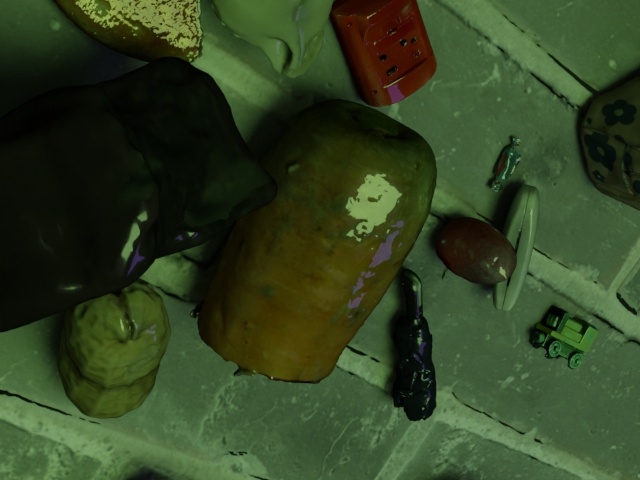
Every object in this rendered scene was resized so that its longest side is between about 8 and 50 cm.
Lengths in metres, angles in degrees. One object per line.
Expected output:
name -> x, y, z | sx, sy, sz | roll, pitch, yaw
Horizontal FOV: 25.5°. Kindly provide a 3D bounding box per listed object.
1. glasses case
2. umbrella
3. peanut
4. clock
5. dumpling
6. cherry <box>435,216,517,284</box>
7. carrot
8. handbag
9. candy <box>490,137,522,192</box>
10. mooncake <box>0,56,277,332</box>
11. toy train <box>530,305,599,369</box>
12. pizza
glasses case -> 0.285, 0.012, 2.067 | 0.049, 0.074, 0.193 | 11, 114, 6
umbrella -> 0.134, 0.157, 2.048 | 0.071, 0.071, 0.248 | -20, 126, -25
peanut -> -0.246, 0.124, 1.676 | 0.130, 0.130, 0.290 | -24, 164, -23
clock -> 0.087, -0.252, 1.787 | 0.113, 0.061, 0.155 | -36, 133, -14
dumpling -> -0.046, -0.313, 1.609 | 0.193, 0.147, 0.258 | -56, 136, -54
cherry -> 0.225, 0.017, 2.006 | 0.106, 0.126, 0.087 | 36, 71, -56
carrot -> 0.000, 0.000, 1.764 | 0.224, 0.224, 0.340 | 10, 112, -39
handbag -> 0.535, -0.149, 2.072 | 0.251, 0.193, 0.190 | -30, 125, -19
candy -> 0.268, -0.107, 2.023 | 0.030, 0.020, 0.083 | 17, 103, -40
mooncake -> -0.257, -0.047, 1.465 | 0.350, 0.381, 0.212 | -27, 94, 15
toy train -> 0.386, 0.155, 2.240 | 0.122, 0.050, 0.081 | 28, 93, -41
pizza -> -0.186, -0.295, 1.570 | 0.201, 0.053, 0.193 | 35, 95, -31
